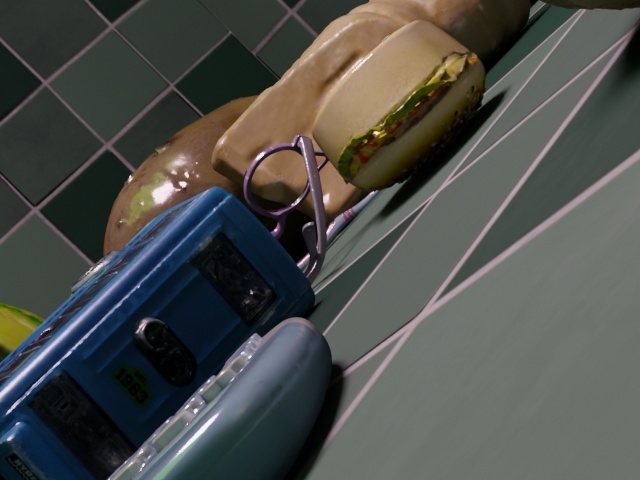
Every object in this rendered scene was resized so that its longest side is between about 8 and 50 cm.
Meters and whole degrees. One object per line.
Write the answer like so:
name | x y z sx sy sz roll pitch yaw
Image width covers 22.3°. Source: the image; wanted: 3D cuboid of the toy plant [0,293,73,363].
toy plant | -0.216 0.129 1.181 0.224 0.184 0.316 -63 -7 2

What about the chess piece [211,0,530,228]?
chess piece | 0.040 -0.134 1.349 0.301 0.137 0.137 -46 4 -27

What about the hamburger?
hamburger | 0.057 -0.087 1.102 0.126 0.081 0.141 -44 -8 -5

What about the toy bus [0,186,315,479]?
toy bus | -0.121 0.083 0.959 0.246 0.113 0.134 -46 10 -37

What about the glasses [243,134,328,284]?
glasses | -0.014 0.007 1.106 0.104 0.062 0.140 36 112 53

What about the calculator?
calculator | -0.069 0.110 0.664 0.188 0.042 0.303 -44 4 12

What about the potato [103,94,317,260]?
potato | -0.078 -0.029 1.397 0.262 0.165 0.165 -42 1 -42

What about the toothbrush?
toothbrush | 0.000 0.000 1.247 0.193 0.019 0.013 -48 5 -10

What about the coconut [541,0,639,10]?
coconut | 0.148 -0.251 0.748 0.244 0.239 0.239 -41 6 26
